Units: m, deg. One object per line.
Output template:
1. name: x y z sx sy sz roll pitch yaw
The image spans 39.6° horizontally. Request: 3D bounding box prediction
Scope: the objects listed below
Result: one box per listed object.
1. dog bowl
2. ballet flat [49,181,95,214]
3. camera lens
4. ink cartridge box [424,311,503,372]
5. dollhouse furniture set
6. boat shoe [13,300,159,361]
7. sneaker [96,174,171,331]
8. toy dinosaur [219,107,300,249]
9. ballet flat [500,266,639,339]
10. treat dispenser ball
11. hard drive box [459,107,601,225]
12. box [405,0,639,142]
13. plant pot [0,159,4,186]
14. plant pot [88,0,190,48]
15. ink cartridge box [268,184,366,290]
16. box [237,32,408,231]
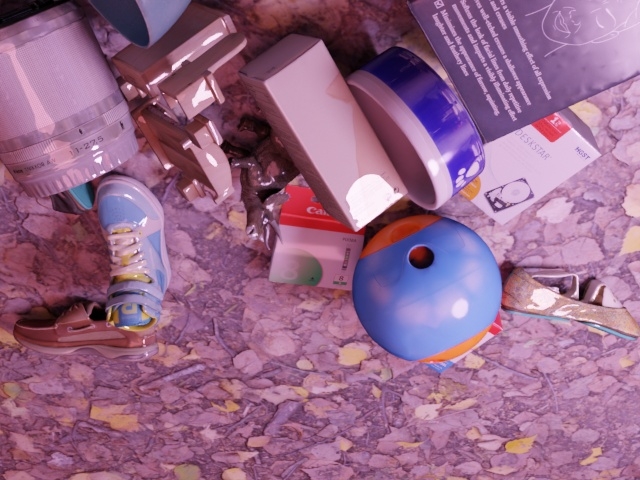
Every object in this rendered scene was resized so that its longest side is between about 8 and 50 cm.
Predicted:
1. dog bowl: 0.150 -0.185 1.476 0.104 0.265 0.265 -37 129 -8
2. ballet flat: -0.509 -0.150 1.619 0.096 0.095 0.280 -3 133 14
3. camera lens: -0.437 -0.233 1.417 0.219 0.219 0.274 -17 111 13
4. ink cartridge box: 0.303 0.162 1.890 0.078 0.134 0.231 32 125 -26
5. dollhouse furniture set: -0.172 -0.196 1.499 0.174 0.303 0.355 -41 133 -16
6. boat shoe: -0.504 0.185 1.922 0.325 0.123 0.116 4 99 7
7. sneaker: -0.366 0.045 1.718 0.127 0.208 0.319 -6 132 6
8. toy dinosaur: -0.082 -0.158 1.619 0.160 0.121 0.313 30 93 -29
9. ballet flat: 0.547 0.128 1.892 0.349 0.123 0.123 13 131 -16
10. treat dispenser ball: 0.205 0.093 1.721 0.288 0.288 0.288 -1 132 -1
11. hard drive box: 0.358 -0.162 1.628 0.181 0.089 0.232 33 123 -28
12. box: 0.358 -0.384 1.343 0.396 0.212 0.293 -23 128 19
13. plant pot: -0.690 -0.158 1.526 0.274 0.256 0.256 -1 134 -22
14. plant pot: -0.261 -0.449 1.259 0.195 0.290 0.290 -41 130 -13
15. ink cartridge box: 0.000 0.000 1.792 0.181 0.056 0.224 7 133 -8
16. box: 0.005 -0.182 1.497 0.121 0.148 0.311 -37 118 -8
